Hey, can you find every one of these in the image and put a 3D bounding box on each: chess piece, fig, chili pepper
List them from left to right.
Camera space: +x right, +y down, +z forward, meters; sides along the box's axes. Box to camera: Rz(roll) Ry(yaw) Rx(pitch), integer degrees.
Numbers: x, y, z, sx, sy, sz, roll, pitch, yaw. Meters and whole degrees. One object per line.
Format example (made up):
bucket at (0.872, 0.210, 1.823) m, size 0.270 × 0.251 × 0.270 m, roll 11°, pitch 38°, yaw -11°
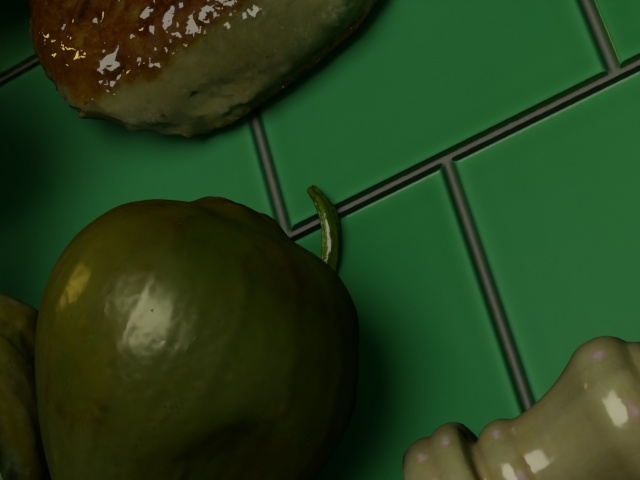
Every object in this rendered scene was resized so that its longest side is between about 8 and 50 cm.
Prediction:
fig at (-0.074, 0.088, 1.019) m, size 0.207 × 0.207 × 0.230 m, roll -4°, pitch 90°, yaw 28°
chili pepper at (-0.001, 0.000, 1.117) m, size 0.030 × 0.017 × 0.083 m, roll -5°, pitch 69°, yaw 29°
chess piece at (0.091, 0.152, 0.952) m, size 0.397 × 0.117 × 0.117 m, roll -33°, pitch 58°, yaw 12°

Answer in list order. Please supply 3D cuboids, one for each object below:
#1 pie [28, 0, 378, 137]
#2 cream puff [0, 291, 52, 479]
pie at (-0.091, -0.226, 1.219) m, size 0.315 × 0.092 × 0.315 m, roll -12°, pitch 65°, yaw 27°
cream puff at (-0.344, 0.149, 1.122) m, size 0.378 × 0.275 × 0.378 m, roll 0°, pitch 85°, yaw -2°
